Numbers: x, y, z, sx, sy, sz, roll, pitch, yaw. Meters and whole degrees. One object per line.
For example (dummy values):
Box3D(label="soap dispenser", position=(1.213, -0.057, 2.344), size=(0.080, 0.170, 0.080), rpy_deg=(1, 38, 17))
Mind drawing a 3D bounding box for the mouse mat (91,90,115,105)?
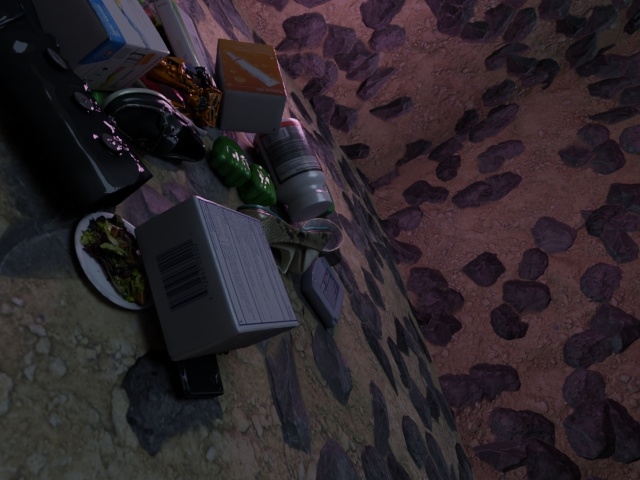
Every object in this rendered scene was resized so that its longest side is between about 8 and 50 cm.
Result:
Box3D(label="mouse mat", position=(-0.517, -0.329, 1.044), size=(0.152, 0.007, 0.190), rpy_deg=(46, 23, -44))

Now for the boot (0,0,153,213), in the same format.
Box3D(label="boot", position=(-0.492, -0.237, 0.761), size=(0.445, 0.146, 0.367), rpy_deg=(62, 17, -12))

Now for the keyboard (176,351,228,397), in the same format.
Box3D(label="keyboard", position=(-0.256, 0.165, 0.978), size=(0.201, 0.033, 0.317), rpy_deg=(36, 33, -63))

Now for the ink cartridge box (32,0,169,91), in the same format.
Box3D(label="ink cartridge box", position=(-0.480, -0.438, 1.015), size=(0.168, 0.171, 0.233), rpy_deg=(59, 17, -7))

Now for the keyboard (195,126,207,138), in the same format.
Box3D(label="keyboard", position=(-0.394, -0.298, 1.245), size=(0.014, 0.072, 0.256), rpy_deg=(61, 16, 15))

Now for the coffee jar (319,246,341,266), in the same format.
Box3D(label="coffee jar", position=(0.037, 0.018, 2.024), size=(0.096, 0.079, 0.184), rpy_deg=(51, 19, -33))

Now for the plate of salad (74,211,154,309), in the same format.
Box3D(label="plate of salad", position=(-0.357, 0.031, 0.869), size=(0.200, 0.048, 0.200), rpy_deg=(53, 19, -27))

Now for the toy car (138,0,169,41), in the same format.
Box3D(label="toy car", position=(-0.560, -0.755, 1.518), size=(0.225, 0.053, 0.239), rpy_deg=(60, 16, -8))

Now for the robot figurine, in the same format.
Box3D(label="robot figurine", position=(-0.375, -0.388, 1.291), size=(0.291, 0.085, 0.211), rpy_deg=(2, 103, -63))

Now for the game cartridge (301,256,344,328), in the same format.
Box3D(label="game cartridge", position=(0.010, 0.174, 1.743), size=(0.196, 0.060, 0.294), rpy_deg=(62, 16, -13))

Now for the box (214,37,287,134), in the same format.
Box3D(label="box", position=(-0.265, -0.564, 1.732), size=(0.214, 0.168, 0.345), rpy_deg=(0, 50, -19))

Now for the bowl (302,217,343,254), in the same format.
Box3D(label="bowl", position=(0.000, 0.000, 1.894), size=(0.170, 0.080, 0.170), rpy_deg=(10, 48, -11))

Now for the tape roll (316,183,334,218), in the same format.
Box3D(label="tape roll", position=(-0.047, -0.258, 2.227), size=(0.321, 0.077, 0.321), rpy_deg=(53, 19, -26))

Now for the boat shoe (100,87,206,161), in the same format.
Box3D(label="boat shoe", position=(-0.377, -0.253, 1.132), size=(0.113, 0.127, 0.340), rpy_deg=(54, 5, 10))

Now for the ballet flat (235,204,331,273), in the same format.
Box3D(label="ballet flat", position=(-0.113, 0.018, 1.502), size=(0.482, 0.164, 0.182), rpy_deg=(15, 70, -61))

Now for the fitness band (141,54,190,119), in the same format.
Box3D(label="fitness band", position=(-0.461, -0.489, 1.402), size=(0.291, 0.054, 0.209), rpy_deg=(53, 16, -31))

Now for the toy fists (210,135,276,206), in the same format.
Box3D(label="toy fists", position=(-0.244, -0.205, 1.520), size=(0.279, 0.096, 0.142), rpy_deg=(43, 15, -44))

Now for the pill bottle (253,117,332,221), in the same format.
Box3D(label="pill bottle", position=(-0.104, -0.267, 1.832), size=(0.363, 0.210, 0.210), rpy_deg=(66, 17, 13))

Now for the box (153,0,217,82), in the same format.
Box3D(label="box", position=(-0.425, -0.624, 1.533), size=(0.322, 0.058, 0.232), rpy_deg=(-108, 177, -75))

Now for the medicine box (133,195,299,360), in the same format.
Box3D(label="medicine box", position=(-0.197, 0.082, 0.964), size=(0.264, 0.149, 0.289), rpy_deg=(69, 14, 14))
